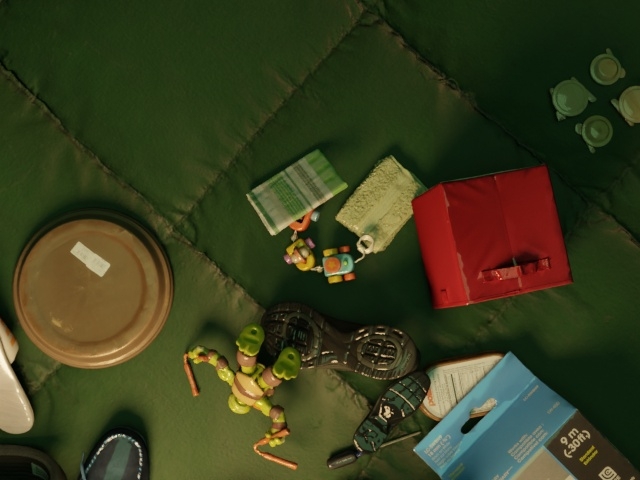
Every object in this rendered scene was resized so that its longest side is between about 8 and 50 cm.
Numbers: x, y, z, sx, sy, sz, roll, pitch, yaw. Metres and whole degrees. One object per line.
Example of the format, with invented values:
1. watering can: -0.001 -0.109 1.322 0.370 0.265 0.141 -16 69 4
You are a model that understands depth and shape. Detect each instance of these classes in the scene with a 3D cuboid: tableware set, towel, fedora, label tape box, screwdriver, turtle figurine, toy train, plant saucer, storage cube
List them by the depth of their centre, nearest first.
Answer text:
1. fedora: -0.539 0.446 1.512 0.275 0.244 0.124 -5 117 -3
2. storage cube: 0.269 -0.001 1.513 0.184 0.215 0.193 -11 86 -9
3. label tape box: 0.356 0.386 1.529 0.334 0.106 0.240 45 88 -6
4. turtle figurine: -0.101 0.238 1.529 0.269 0.217 0.087 45 50 12
5. toy train: 0.000 0.000 1.579 0.166 0.046 0.125 29 95 15
6. towel: -0.040 -0.081 1.583 0.152 0.023 0.113 -32 50 -3
7. plant saucer: -0.391 0.081 1.593 0.278 0.041 0.278 0 87 1
8. screwdriver: 0.090 0.352 1.596 0.170 0.024 0.025 -23 59 -7
9. towel: 0.107 -0.063 1.606 0.110 0.027 0.148 41 88 2
10. tableware set: 0.488 -0.241 1.619 0.169 0.020 0.141 -35 90 -3

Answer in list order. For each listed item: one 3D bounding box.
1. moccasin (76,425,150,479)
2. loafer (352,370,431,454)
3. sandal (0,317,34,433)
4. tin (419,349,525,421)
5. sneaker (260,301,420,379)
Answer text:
1. moccasin: -0.364 0.480 1.536 0.138 0.117 0.342 15 88 0
2. loafer: 0.117 0.281 1.569 0.170 0.061 0.062 -45 88 3
3. sandal: -0.552 0.201 1.576 0.102 0.076 0.265 -14 109 13
4. tin: 0.254 0.247 1.591 0.190 0.040 0.106 -11 83 -1
5. sneaker: 0.032 0.178 1.558 0.286 0.130 0.109 14 83 23
